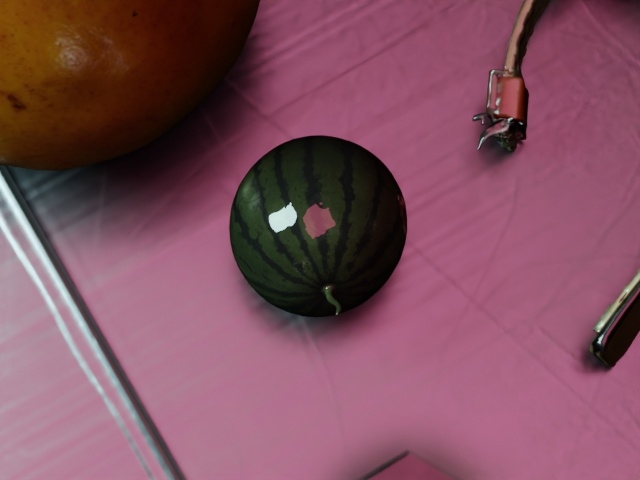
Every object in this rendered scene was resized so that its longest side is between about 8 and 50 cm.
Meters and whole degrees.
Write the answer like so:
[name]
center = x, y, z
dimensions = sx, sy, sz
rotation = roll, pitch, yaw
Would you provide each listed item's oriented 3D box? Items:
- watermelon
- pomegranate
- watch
[watermelon]
center = 0.000, 0.000, 1.164
dimensions = 0.105, 0.105, 0.133
rotation = -5, 41, -2
[pomegranate]
center = -0.155, -0.168, 1.143
dimensions = 0.264, 0.264, 0.264
rotation = 0, 77, -1
[watch]
center = 0.180, -0.077, 1.208
dimensions = 0.165, 0.102, 0.268
rotation = 31, 88, 13
